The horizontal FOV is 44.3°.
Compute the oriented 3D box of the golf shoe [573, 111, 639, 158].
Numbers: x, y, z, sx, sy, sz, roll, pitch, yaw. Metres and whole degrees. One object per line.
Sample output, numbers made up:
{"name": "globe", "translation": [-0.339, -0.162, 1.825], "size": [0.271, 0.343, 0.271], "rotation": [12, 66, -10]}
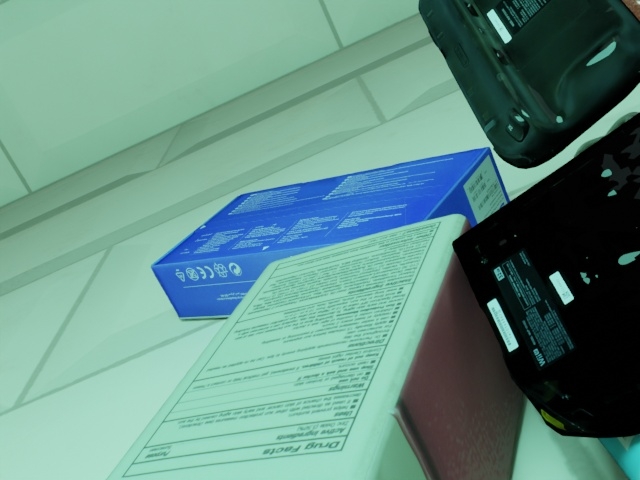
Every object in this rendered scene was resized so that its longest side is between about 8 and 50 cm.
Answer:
{"name": "golf shoe", "translation": [0.236, -0.049, 0.535], "size": [0.105, 0.120, 0.273], "rotation": [-45, 8, 26]}

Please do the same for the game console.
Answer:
{"name": "game console", "translation": [0.152, -0.086, 0.434], "size": [0.213, 0.044, 0.361], "rotation": [-36, 45, 22]}

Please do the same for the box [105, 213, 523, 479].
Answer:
{"name": "box", "translation": [0.014, 0.104, 0.434], "size": [0.149, 0.126, 0.232], "rotation": [-15, 23, 28]}

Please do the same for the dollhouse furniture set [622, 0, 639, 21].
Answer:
{"name": "dollhouse furniture set", "translation": [0.347, -0.140, 0.533], "size": [0.374, 0.152, 0.201], "rotation": [-18, 19, -4]}

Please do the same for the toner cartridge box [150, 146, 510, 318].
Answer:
{"name": "toner cartridge box", "translation": [0.000, 0.000, 0.796], "size": [0.348, 0.075, 0.165], "rotation": [-7, 26, 42]}

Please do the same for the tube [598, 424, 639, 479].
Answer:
{"name": "tube", "translation": [0.166, 0.073, 0.448], "size": [0.080, 0.052, 0.207], "rotation": [-20, 16, 5]}
